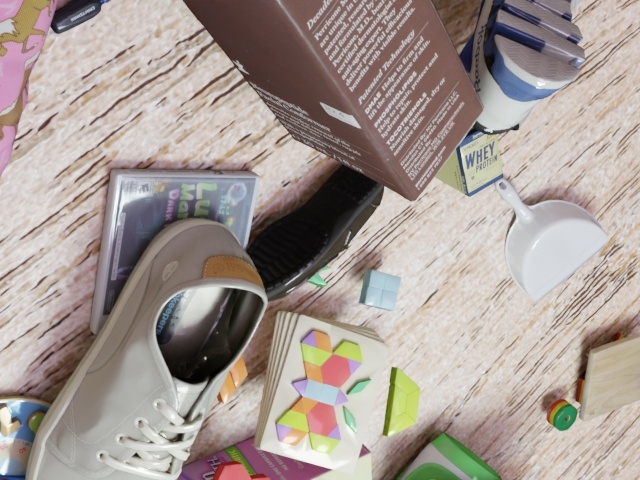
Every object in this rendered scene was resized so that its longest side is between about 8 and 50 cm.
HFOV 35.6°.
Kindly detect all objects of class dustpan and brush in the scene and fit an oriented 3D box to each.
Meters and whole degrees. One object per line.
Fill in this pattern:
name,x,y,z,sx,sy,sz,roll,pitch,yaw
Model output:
dustpan and brush,0.302,-0.019,1.394,0.147,0.060,0.211,-41,137,7

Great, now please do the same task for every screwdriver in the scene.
screwdriver,-0.186,-0.244,0.964,0.170,0.024,0.025,-31,97,-20

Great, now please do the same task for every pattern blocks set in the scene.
pattern blocks set,-0.001,0.185,1.214,0.285,0.026,0.324,4,86,-27

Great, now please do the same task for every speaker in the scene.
speaker,0.132,0.431,1.457,0.296,0.131,0.131,-52,130,0

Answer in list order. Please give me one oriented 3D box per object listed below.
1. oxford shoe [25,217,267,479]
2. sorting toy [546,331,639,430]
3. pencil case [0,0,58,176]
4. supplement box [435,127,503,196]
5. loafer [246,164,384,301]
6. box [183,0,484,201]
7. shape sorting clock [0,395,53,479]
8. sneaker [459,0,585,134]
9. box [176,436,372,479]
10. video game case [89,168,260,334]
oxford shoe,-0.192,0.192,1.079,0.169,0.130,0.449,19,101,-43
sorting toy,0.477,0.210,1.627,0.274,0.046,0.132,-14,120,-28
pencil case,-0.281,-0.217,0.815,0.160,0.167,0.386,15,102,-50
supplement box,0.173,-0.113,1.232,0.056,0.083,0.083,-30,126,-18
loafer,0.000,0.000,1.172,0.220,0.080,0.078,-41,147,-14
box,-0.001,-0.206,0.936,0.143,0.191,0.381,-52,144,-9
shape sorting clock,-0.354,0.266,1.099,0.206,0.040,0.206,-16,121,-28
sneaker,0.215,-0.235,1.140,0.127,0.315,0.182,27,141,-7
box,-0.061,0.372,1.301,0.243,0.117,0.213,-19,122,-26
video game case,-0.161,0.013,1.111,0.173,0.022,0.190,-2,114,-34
